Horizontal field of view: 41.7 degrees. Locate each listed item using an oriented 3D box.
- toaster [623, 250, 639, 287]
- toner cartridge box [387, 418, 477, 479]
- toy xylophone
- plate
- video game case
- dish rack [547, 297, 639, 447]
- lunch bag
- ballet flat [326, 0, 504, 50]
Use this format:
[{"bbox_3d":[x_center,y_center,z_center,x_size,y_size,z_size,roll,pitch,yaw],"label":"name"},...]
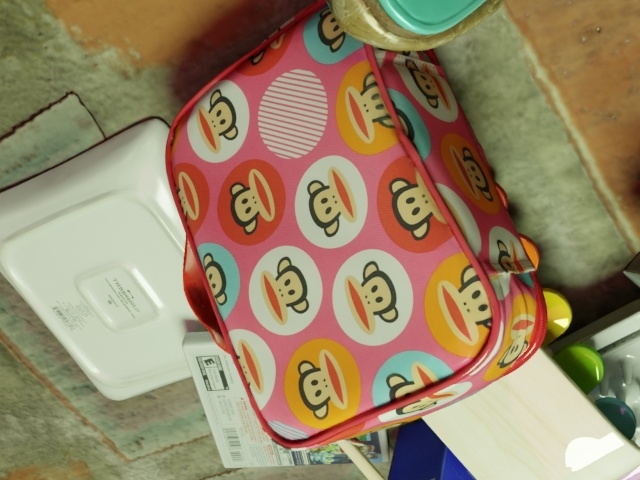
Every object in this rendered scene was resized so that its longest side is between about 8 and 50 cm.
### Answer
[{"bbox_3d":[0.342,0.015,0.584,0.168,0.110,0.186,40,94,-6],"label":"toaster"},{"bbox_3d":[0.196,0.351,0.863,0.075,0.165,0.348,-29,111,32],"label":"toner cartridge box"},{"bbox_3d":[0.111,0.113,0.700,0.236,0.081,0.323,-36,87,26],"label":"toy xylophone"},{"bbox_3d":[-0.193,0.047,0.843,0.278,0.045,0.277,-19,117,27],"label":"plate"},{"bbox_3d":[-0.028,0.162,0.855,0.183,0.023,0.201,-4,130,7],"label":"video game case"},{"bbox_3d":[0.317,0.194,0.776,0.333,0.072,0.285,43,125,-15],"label":"dish rack"},{"bbox_3d":[0.000,0.000,0.623,0.258,0.120,0.293,-31,71,31],"label":"lunch bag"},{"bbox_3d":[0.134,-0.224,0.482,0.342,0.124,0.116,-40,114,-8],"label":"ballet flat"}]
